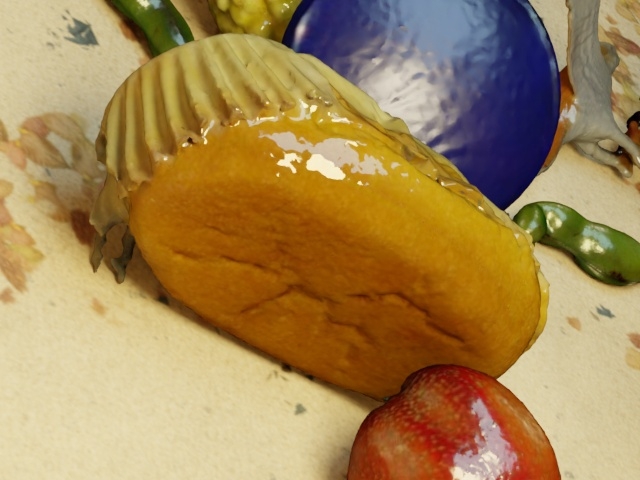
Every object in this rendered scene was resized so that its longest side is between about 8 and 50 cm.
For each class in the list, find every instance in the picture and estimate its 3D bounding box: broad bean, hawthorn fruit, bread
[{"bbox_3d":[0.274,0.005,1.990,0.213,0.048,0.070,16,42,-33],"label":"broad bean"},{"bbox_3d":[0.112,0.194,1.518,0.188,0.169,0.169,50,34,17],"label":"hawthorn fruit"},{"bbox_3d":[0.006,-0.009,1.561,0.388,0.236,0.183,24,34,-26],"label":"bread"},{"bbox_3d":[-0.180,-0.234,1.793,0.065,0.046,0.254,-31,77,-42],"label":"broad bean"}]

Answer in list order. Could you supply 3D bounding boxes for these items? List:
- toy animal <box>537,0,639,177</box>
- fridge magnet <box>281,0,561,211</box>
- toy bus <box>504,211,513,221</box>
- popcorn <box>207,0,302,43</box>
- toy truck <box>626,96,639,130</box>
[{"bbox_3d":[0.257,-0.135,2.068,0.302,0.225,0.284,32,52,-36],"label":"toy animal"},{"bbox_3d":[0.087,-0.133,1.754,0.265,0.112,0.265,1,88,-17],"label":"fridge magnet"},{"bbox_3d":[0.105,-0.066,1.876,0.096,0.073,0.235,-11,62,-51],"label":"toy bus"},{"bbox_3d":[-0.029,-0.257,1.870,0.226,0.200,0.203,45,-8,0],"label":"popcorn"},{"bbox_3d":[0.430,-0.147,2.165,0.125,0.242,0.101,-11,59,-22],"label":"toy truck"}]
